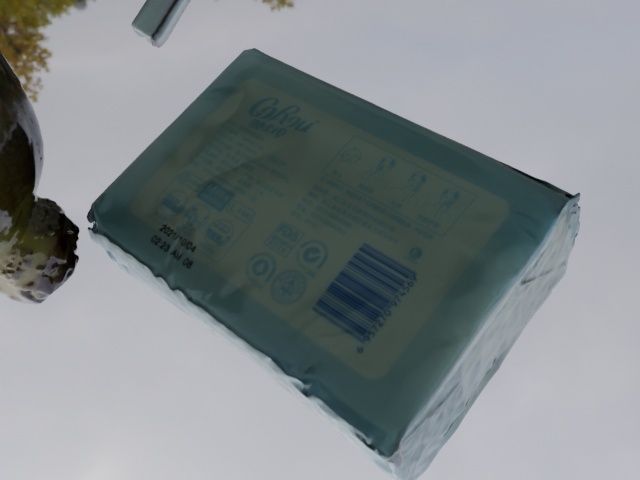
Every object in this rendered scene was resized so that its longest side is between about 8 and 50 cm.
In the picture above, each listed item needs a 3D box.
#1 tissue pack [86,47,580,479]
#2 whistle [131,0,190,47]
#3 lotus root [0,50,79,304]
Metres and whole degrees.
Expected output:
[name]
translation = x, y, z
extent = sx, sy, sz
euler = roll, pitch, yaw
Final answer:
[tissue pack]
translation = 0.000, 0.000, 0.475
extent = 0.263, 0.089, 0.177
euler = 30, -108, 33
[whistle]
translation = -0.184, -0.397, 0.917
extent = 0.289, 0.163, 0.163
euler = -57, -138, 6
[lotus root]
translation = -0.248, -0.085, 0.403
extent = 0.173, 0.309, 0.173
euler = -34, -167, 9
